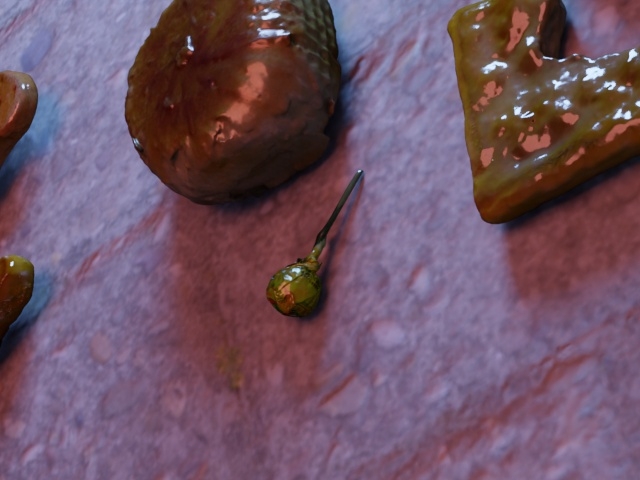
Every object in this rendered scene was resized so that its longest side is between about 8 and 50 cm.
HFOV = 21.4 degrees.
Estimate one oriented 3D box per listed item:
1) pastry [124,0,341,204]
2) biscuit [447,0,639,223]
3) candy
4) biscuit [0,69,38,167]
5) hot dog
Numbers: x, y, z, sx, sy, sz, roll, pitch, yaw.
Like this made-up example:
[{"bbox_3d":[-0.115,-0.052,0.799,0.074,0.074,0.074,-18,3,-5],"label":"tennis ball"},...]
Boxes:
[{"bbox_3d":[-0.071,-0.124,1.297,0.182,0.093,0.192,-31,50,30],"label":"pastry"},{"bbox_3d":[0.162,-0.113,1.110,0.174,0.039,0.183,-31,50,29],"label":"biscuit"},{"bbox_3d":[0.000,0.000,1.209,0.035,0.035,0.123,-2,57,62],"label":"candy"},{"bbox_3d":[-0.367,-0.014,1.547,0.205,0.049,0.324,19,81,48],"label":"biscuit"},{"bbox_3d":[-0.306,0.102,1.425,0.215,0.047,0.066,-54,28,6],"label":"hot dog"}]
